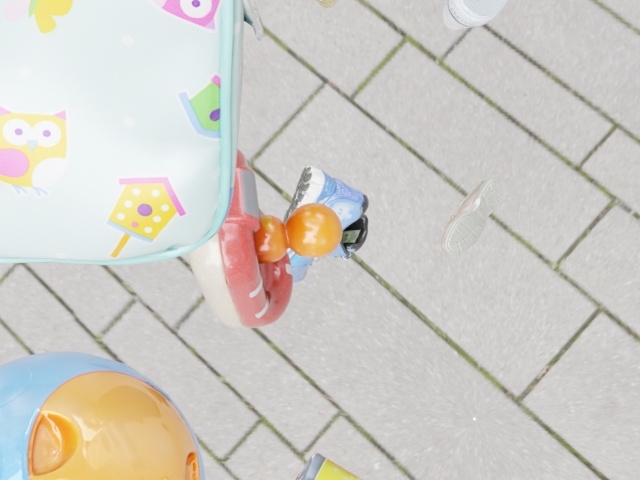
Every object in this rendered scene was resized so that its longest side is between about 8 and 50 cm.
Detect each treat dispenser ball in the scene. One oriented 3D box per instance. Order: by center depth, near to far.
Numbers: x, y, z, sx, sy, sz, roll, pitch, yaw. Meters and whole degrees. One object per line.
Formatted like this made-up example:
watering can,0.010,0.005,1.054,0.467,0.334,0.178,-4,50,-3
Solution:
treat dispenser ball,-0.259,0.255,0.862,0.288,0.288,0.288,-2,78,10

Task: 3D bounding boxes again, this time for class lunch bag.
lunch bag,-0.164,-0.103,0.387,0.279,0.224,0.107,2,35,-6

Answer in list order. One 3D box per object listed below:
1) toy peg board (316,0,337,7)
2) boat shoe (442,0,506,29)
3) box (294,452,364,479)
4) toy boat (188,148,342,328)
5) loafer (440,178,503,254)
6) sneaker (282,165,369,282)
toy peg board,-0.003,-0.241,0.507,0.161,0.079,0.160,35,110,-21
boat shoe,0.197,-0.319,0.916,0.083,0.076,0.226,42,81,-11
box,0.070,0.205,0.361,0.233,0.159,0.044,30,116,1
toy boat,-0.052,-0.002,0.902,0.151,0.231,0.150,-8,66,-1
loafer,0.198,-0.031,1.164,0.045,0.039,0.125,46,72,-23
sneaker,0.000,0.000,1.528,0.147,0.330,0.129,18,62,-6
